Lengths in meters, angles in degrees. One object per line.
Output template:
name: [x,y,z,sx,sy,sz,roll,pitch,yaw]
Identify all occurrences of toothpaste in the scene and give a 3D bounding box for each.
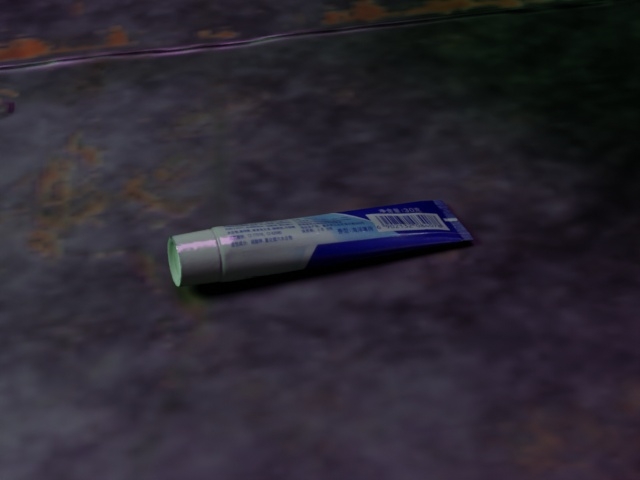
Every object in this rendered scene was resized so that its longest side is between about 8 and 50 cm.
toothpaste: [0.000,0.000,0.473,0.083,0.015,0.024,-9,32,-18]
